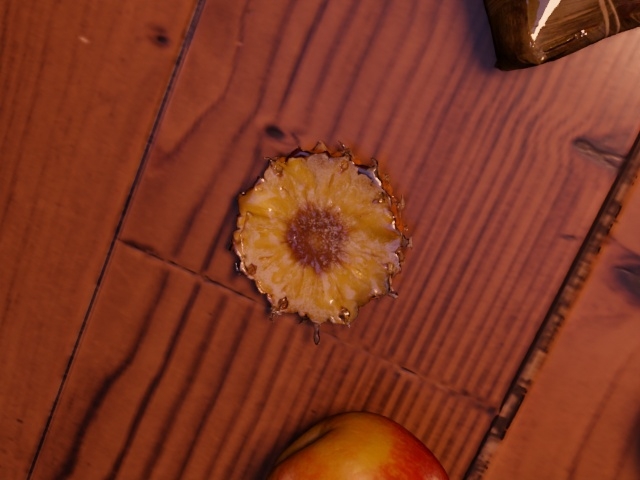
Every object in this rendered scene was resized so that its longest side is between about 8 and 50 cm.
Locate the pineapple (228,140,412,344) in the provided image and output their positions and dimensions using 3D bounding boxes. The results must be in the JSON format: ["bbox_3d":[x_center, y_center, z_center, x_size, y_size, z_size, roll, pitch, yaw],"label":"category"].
[{"bbox_3d":[0.000,0.000,0.990,0.221,0.047,0.221,3,101,15],"label":"pineapple"}]

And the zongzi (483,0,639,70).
[{"bbox_3d":[0.248,-0.305,0.859,0.241,0.111,0.247,-18,91,-4],"label":"zongzi"}]

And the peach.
[{"bbox_3d":[0.041,0.280,0.965,0.190,0.190,0.192,-44,85,16],"label":"peach"}]
